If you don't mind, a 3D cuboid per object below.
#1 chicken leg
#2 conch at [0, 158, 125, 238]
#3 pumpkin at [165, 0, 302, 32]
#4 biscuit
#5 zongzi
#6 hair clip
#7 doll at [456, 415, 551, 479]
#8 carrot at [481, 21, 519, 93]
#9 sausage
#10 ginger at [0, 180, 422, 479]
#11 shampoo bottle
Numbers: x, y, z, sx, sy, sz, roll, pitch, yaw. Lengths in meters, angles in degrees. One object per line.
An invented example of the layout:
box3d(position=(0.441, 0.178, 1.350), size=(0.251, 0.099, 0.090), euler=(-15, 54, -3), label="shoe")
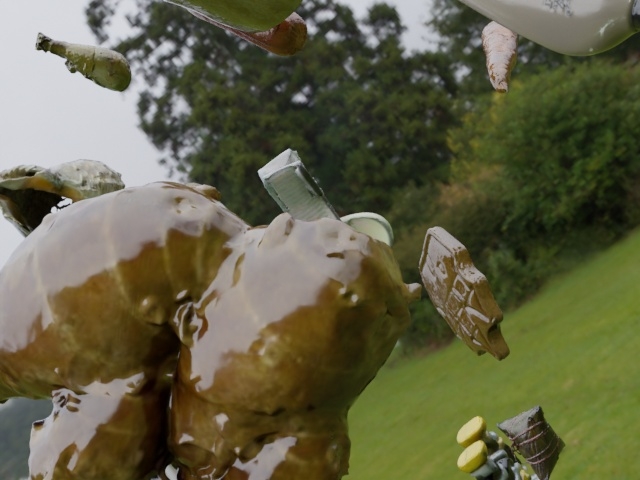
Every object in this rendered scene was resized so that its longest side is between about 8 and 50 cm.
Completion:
box3d(position=(-0.424, -0.320, 1.658), size=(0.093, 0.178, 0.070), euler=(146, 141, -65), label="chicken leg")
box3d(position=(-0.342, -0.046, 1.223), size=(0.207, 0.155, 0.130), euler=(15, -72, -40), label="conch")
box3d(position=(-0.119, -0.511, 1.611), size=(0.332, 0.199, 0.332), euler=(-43, 29, 31), label="pumpkin")
box3d(position=(0.215, 0.092, 1.403), size=(0.034, 0.215, 0.182), euler=(-25, -28, -15), label="biscuit")
box3d(position=(0.242, 0.234, 1.025), size=(0.067, 0.083, 0.073), euler=(-38, 22, 41), label="zongzi")
box3d(position=(-0.002, 0.001, 1.092), size=(0.159, 0.218, 0.071), euler=(-29, 19, 16), label="hair clip")
box3d(position=(0.291, 0.365, 1.246), size=(0.103, 0.316, 0.145), euler=(-43, 17, 1), label="doll")
box3d(position=(0.254, -0.256, 1.316), size=(0.057, 0.057, 0.224), euler=(-44, 14, 29), label="carrot")
box3d(position=(-0.169, -0.476, 1.910), size=(0.102, 0.330, 0.102), euler=(-45, -27, -31), label="sausage")
box3d(position=(-0.116, 0.091, 0.727), size=(0.152, 0.357, 0.274), euler=(-2, -75, -80), label="ginger")
box3d(position=(0.240, -0.259, 0.941), size=(0.078, 0.257, 0.127), euler=(-6, -64, -43), label="shampoo bottle")
